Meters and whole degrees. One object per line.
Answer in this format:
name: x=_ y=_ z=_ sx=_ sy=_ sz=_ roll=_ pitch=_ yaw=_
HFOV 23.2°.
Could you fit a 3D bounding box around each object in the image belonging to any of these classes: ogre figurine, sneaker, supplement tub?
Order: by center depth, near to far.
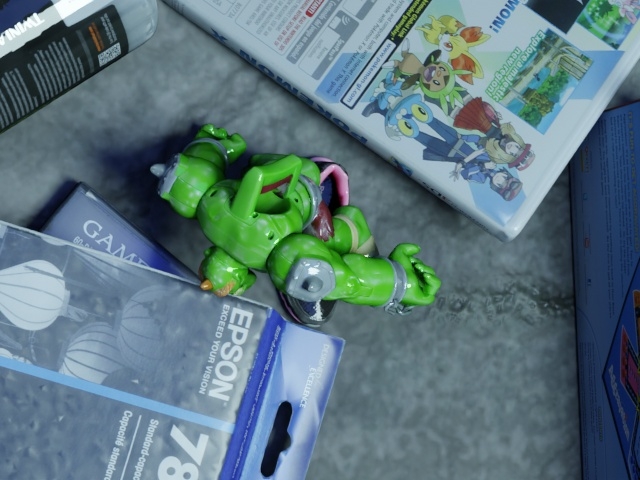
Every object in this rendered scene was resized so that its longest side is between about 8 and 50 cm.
supplement tub: x=-0.208 y=-0.132 z=0.987 sx=0.190 sy=0.117 sz=0.117 roll=-35 pitch=96 yaw=-15
ogre figurine: x=-0.029 y=-0.014 z=0.993 sx=0.097 sy=0.118 sz=0.197 roll=-43 pitch=73 yaw=26
sneaker: x=0.000 y=0.000 z=1.068 sx=0.047 sy=0.057 sz=0.119 roll=4 pitch=87 yaw=-18

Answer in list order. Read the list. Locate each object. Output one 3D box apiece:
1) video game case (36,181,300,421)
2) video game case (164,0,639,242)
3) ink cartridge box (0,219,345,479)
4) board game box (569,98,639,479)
video game case: x=-0.170 y=0.127 z=1.030 sx=0.196 sy=0.026 sz=0.274 roll=40 pitch=77 yaw=-10
video game case: x=0.101 y=-0.214 z=1.092 sx=0.300 sy=0.036 sz=0.329 roll=36 pitch=78 yaw=1
ink cartridge box: x=-0.149 y=0.090 z=0.994 sx=0.333 sy=0.065 sz=0.165 roll=17 pitch=82 yaw=-15
board game box: x=0.218 y=0.047 z=1.079 sx=0.027 sy=0.145 sz=0.281 roll=-1 pitch=87 yaw=-15
